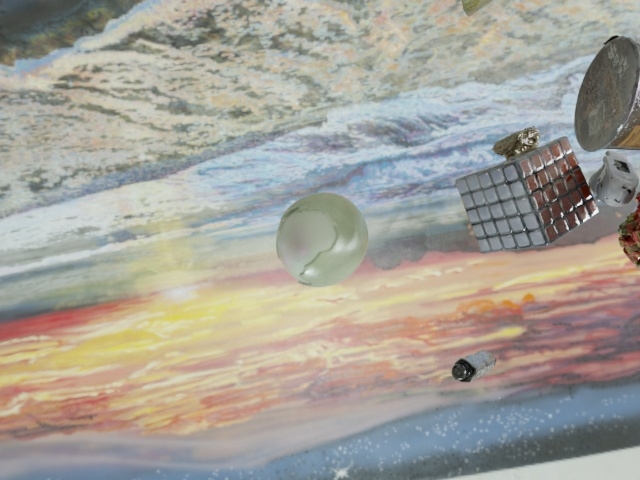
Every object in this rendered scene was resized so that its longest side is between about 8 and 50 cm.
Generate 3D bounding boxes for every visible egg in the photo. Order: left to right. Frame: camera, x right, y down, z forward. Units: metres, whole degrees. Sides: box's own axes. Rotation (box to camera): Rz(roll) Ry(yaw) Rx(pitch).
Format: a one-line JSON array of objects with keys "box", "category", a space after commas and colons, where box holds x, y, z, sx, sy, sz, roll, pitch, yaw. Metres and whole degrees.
[{"box": [0.000, 0.000, 1.492, 0.278, 0.278, 0.336, -8, -166, 18], "category": "egg"}]

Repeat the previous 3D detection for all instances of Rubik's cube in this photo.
[{"box": [0.557, -0.117, 1.355, 0.237, 0.238, 0.237, -22, -178, -26], "category": "Rubik's cube"}]

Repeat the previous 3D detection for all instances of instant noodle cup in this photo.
[{"box": [0.635, -0.264, 0.941, 0.207, 0.217, 0.217, 8, -172, 1], "category": "instant noodle cup"}]

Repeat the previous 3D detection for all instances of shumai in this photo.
[{"box": [0.615, -0.271, 1.516, 0.145, 0.116, 0.145, -15, 169, -3], "category": "shumai"}]

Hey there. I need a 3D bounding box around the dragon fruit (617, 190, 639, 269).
[{"box": [0.857, -0.038, 1.140, 0.303, 0.231, 0.237, -28, -159, 25], "category": "dragon fruit"}]

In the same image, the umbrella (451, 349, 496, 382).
[{"box": [0.457, 0.374, 1.476, 0.073, 0.067, 0.337, 29, -171, 30], "category": "umbrella"}]

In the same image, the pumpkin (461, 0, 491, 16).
[{"box": [0.360, -0.622, 1.096, 0.110, 0.217, 0.217, 3, -167, 34], "category": "pumpkin"}]

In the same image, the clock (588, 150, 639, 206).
[{"box": [0.749, -0.141, 1.279, 0.080, 0.117, 0.176, 17, -139, 6], "category": "clock"}]
